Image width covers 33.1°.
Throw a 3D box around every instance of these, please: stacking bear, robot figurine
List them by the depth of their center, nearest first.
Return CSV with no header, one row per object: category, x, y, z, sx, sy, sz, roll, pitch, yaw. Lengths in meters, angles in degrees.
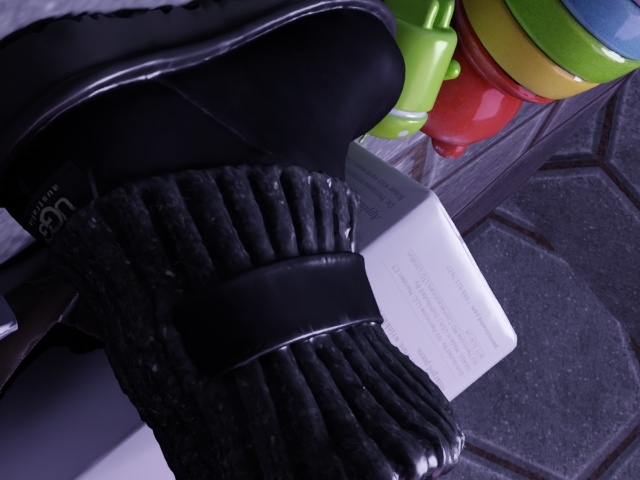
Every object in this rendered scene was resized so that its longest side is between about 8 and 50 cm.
robot figurine,0.055,-0.124,0.770,0.101,0.067,0.115,-21,136,-56
stacking bear,0.173,-0.177,0.818,0.289,0.175,0.164,-37,177,38

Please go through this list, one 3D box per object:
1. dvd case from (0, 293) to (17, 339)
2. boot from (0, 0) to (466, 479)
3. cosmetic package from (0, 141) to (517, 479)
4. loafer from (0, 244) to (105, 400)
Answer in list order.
dvd case,-0.286,0.104,0.525,0.179,0.030,0.238,-30,180,32
boot,-0.003,0.003,0.572,0.131,0.260,0.348,-46,169,38
cosmetic package,-0.084,0.098,0.764,0.385,0.156,0.217,-38,-148,-5
loafer,-0.157,0.037,0.708,0.220,0.078,0.080,-36,171,-22
